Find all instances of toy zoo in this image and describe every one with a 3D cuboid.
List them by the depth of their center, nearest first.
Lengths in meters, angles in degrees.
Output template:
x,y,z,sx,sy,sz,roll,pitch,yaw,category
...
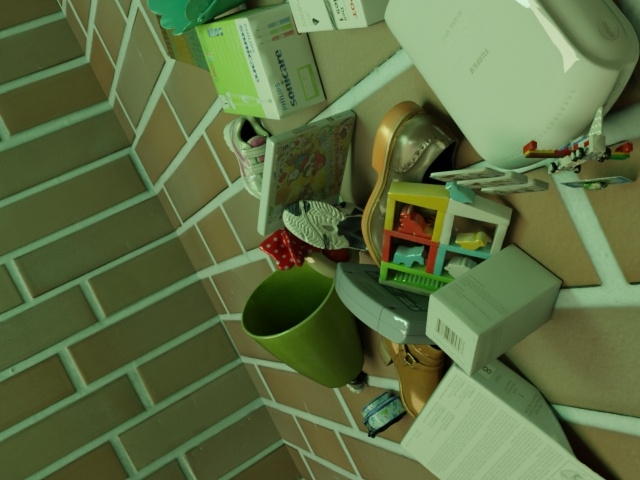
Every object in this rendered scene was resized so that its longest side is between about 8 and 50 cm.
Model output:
x,y,z,sx,sy,sz,roll,pitch,yaw,category
0.200,0.001,1.116,0.192,0.030,0.293,14,142,12,toy zoo

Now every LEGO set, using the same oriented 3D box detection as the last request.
x,y,z,sx,sy,sz,roll,pitch,yaw,category
0.280,-0.096,0.795,0.244,0.183,0.060,-3,84,41,LEGO set

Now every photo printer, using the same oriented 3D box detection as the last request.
x,y,z,sx,sy,sz,roll,pitch,yaw,category
0.224,-0.247,0.823,0.307,0.107,0.256,58,158,10,photo printer

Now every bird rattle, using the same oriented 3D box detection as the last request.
x,y,z,sx,sy,sz,roll,pitch,yaw,category
0.000,0.000,1.473,0.207,0.253,0.143,36,115,-6,bird rattle

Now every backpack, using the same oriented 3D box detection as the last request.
x,y,z,sx,sy,sz,roll,pitch,yaw,category
0.164,0.449,1.754,0.084,0.105,0.114,55,151,15,backpack

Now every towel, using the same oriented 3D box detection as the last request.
x,y,z,sx,sy,sz,roll,pitch,yaw,category
-0.372,-0.600,1.800,0.370,0.040,0.271,32,143,54,towel

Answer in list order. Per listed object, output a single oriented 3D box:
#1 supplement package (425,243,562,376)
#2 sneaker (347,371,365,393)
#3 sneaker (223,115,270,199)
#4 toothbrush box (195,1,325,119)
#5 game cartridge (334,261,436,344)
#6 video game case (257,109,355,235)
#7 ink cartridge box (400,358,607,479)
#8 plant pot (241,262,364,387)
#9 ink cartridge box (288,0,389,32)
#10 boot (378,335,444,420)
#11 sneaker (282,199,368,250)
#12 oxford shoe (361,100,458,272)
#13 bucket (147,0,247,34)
x,y,z,sx,sy,sz,roll,pitch,yaw,category
0.266,0.105,1.040,0.105,0.179,0.105,44,152,37,supplement package
0.068,0.357,1.913,0.170,0.063,0.074,46,154,23,sneaker
-0.164,-0.213,1.707,0.252,0.103,0.111,59,159,5,sneaker
-0.134,-0.379,1.425,0.283,0.122,0.206,23,136,58,toothbrush box
0.147,0.114,1.244,0.297,0.198,0.062,-140,54,-62,game cartridge
-0.028,-0.131,1.320,0.026,0.206,0.227,41,140,30,video game case
0.367,0.412,1.264,0.385,0.091,0.308,36,136,16,ink cartridge box
-0.011,0.241,1.739,0.275,0.275,0.293,24,153,56,plant pot
0.030,-0.422,1.060,0.219,0.093,0.160,23,137,57,ink cartridge box
0.237,0.269,1.423,0.283,0.109,0.220,60,155,23,boot
0.025,-0.035,1.391,0.153,0.235,0.094,-154,70,-73,sneaker
0.161,-0.055,1.162,0.133,0.130,0.363,38,148,33,oxford shoe
-0.268,-0.589,1.393,0.281,0.183,0.281,47,153,32,bucket
